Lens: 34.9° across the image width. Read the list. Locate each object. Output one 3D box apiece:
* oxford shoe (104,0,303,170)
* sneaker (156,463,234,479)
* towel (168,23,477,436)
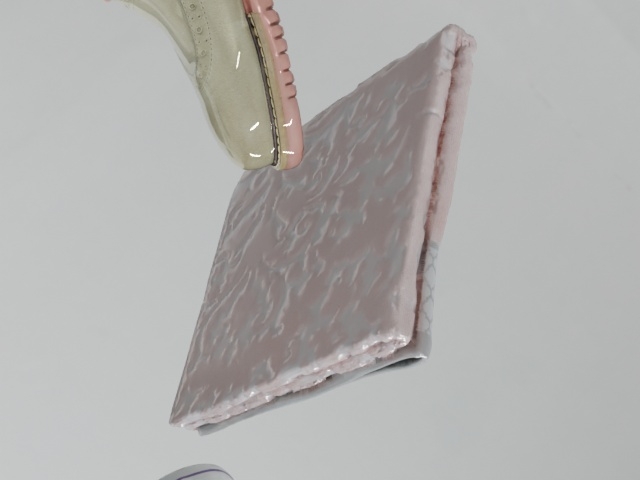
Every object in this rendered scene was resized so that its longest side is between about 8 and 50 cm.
[{"bbox_3d":[-0.140,-0.208,0.675,0.146,0.397,0.140,-28,-177,-10],"label":"oxford shoe"},{"bbox_3d":[-0.168,0.351,1.023,0.282,0.102,0.161,-40,-152,-23],"label":"sneaker"},{"bbox_3d":[0.000,0.000,0.910,0.332,0.053,0.317,-28,-139,47],"label":"towel"}]
